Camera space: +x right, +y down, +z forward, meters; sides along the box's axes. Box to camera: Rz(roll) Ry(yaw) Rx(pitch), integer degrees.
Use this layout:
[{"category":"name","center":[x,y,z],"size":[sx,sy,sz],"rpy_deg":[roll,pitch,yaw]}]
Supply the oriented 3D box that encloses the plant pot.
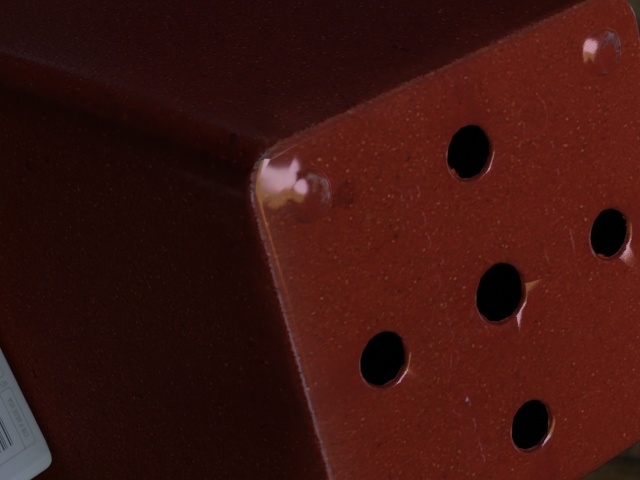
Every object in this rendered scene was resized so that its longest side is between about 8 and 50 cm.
[{"category":"plant pot","center":[0.000,0.000,0.716],"size":[0.267,0.236,0.267],"rpy_deg":[-26,114,-27]}]

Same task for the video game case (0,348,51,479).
[{"category":"video game case","center":[-0.221,0.043,0.617],"size":[0.227,0.026,0.206],"rpy_deg":[-33,103,-47]}]
